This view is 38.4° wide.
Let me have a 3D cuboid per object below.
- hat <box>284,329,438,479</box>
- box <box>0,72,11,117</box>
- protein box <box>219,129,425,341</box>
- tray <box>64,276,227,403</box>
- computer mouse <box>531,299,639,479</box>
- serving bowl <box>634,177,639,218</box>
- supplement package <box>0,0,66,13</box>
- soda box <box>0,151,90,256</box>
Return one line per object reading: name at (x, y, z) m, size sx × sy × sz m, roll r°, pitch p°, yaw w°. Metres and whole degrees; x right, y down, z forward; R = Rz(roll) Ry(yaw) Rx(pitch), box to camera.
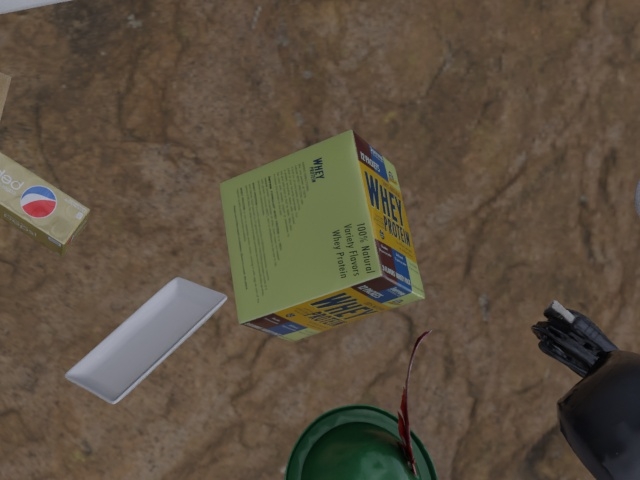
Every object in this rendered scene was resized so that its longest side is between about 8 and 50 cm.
hat at (0.066, 0.234, 0.904) m, size 0.173 × 0.183 × 0.209 m, roll -33°, pitch 88°, yaw -24°
box at (-0.570, -0.183, 1.415) m, size 0.164 × 0.021 × 0.201 m, roll 19°, pitch 83°, yaw -57°
protein box at (0.000, 0.000, 1.182) m, size 0.136 × 0.201 × 0.200 m, roll 28°, pitch 46°, yaw -58°
tray at (-0.288, 0.169, 1.551) m, size 0.270 × 0.145 × 0.030 m, roll -44°, pitch 130°, yaw -30°
computer mouse at (0.223, 0.115, 0.616) m, size 0.072 × 0.188 × 0.272 m, roll -48°, pitch 169°, yaw 13°
serving bowl at (0.209, -0.022, 0.478) m, size 0.083 × 0.083 × 0.027 m, roll 35°, pitch 33°, yaw -34°
supplement package at (-0.244, -0.277, 0.658) m, size 0.292 × 0.175 × 0.178 m, roll -10°, pitch 130°, yaw 4°
soda box at (-0.395, -0.058, 1.198) m, size 0.181 × 0.058 × 0.061 m, roll 34°, pitch 66°, yaw -5°
